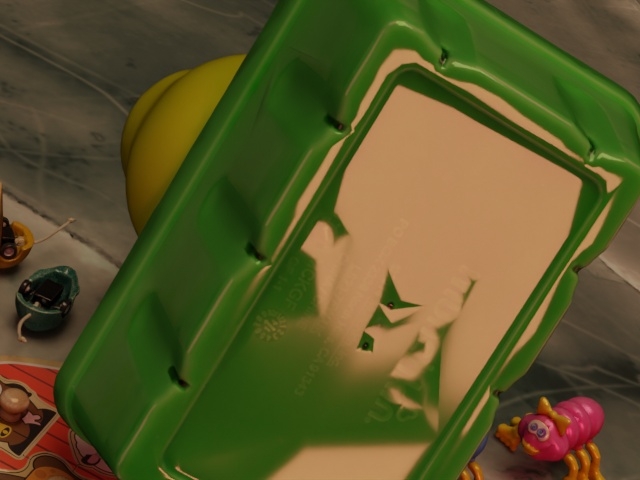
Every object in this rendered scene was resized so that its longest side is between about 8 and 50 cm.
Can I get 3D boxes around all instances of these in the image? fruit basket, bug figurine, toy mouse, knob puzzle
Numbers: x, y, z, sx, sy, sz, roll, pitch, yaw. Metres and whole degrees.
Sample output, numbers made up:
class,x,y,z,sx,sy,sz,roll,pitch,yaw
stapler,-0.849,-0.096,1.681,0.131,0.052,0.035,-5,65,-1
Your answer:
class,x,y,z,sx,sy,sz,roll,pitch,yaw
fruit basket,0.000,0.000,0.956,0.283,0.392,0.392,30,30,-10
bug figurine,0.184,0.192,1.065,0.279,0.072,0.216,39,34,25
toy mouse,-0.231,0.036,1.065,0.161,0.031,0.143,1,37,-32
knob puzzle,-0.182,0.127,0.961,0.213,0.030,0.213,17,32,-11

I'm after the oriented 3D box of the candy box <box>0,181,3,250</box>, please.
class,x,y,z,sx,sy,sz,roll,pitch,yaw
candy box,-0.309,0.007,0.997,0.186,0.053,0.109,3,37,-10
